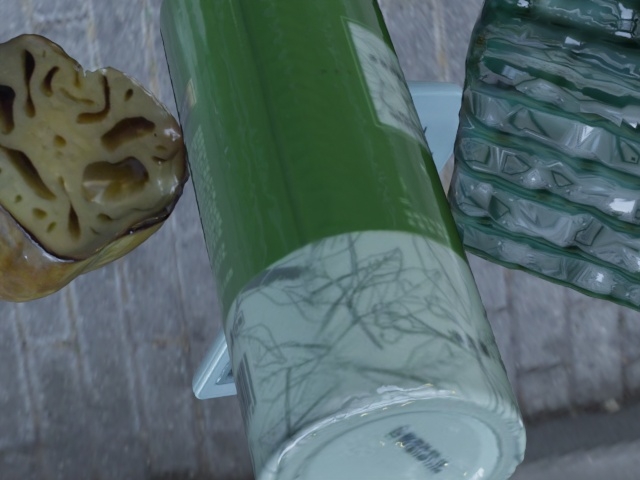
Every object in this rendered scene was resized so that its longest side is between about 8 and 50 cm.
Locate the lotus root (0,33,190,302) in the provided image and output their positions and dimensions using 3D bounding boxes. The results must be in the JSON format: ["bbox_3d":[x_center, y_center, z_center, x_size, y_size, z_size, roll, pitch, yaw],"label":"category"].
[{"bbox_3d":[-0.229,-0.044,1.352,0.188,0.199,0.180,52,141,6],"label":"lotus root"}]

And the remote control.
[{"bbox_3d":[0.000,0.001,1.175,0.103,0.051,0.293,-4,136,-39],"label":"remote control"}]

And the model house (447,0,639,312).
[{"bbox_3d":[0.322,-0.076,0.862,0.445,0.400,0.395,23,111,21],"label":"model house"}]

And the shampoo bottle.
[{"bbox_3d":[-0.004,-0.024,0.429,0.065,0.204,0.065,-9,140,-8],"label":"shampoo bottle"}]
